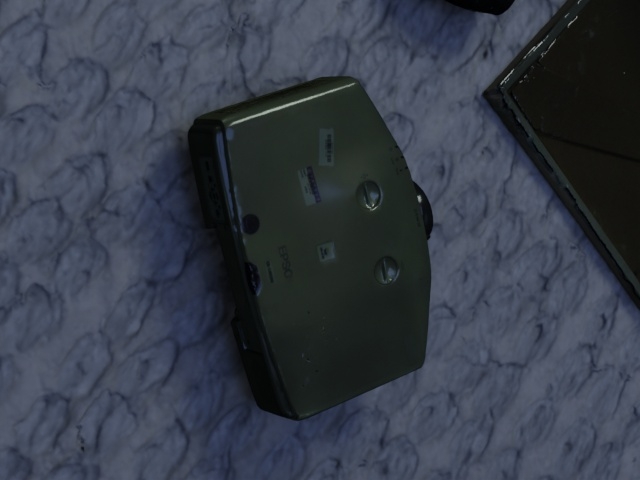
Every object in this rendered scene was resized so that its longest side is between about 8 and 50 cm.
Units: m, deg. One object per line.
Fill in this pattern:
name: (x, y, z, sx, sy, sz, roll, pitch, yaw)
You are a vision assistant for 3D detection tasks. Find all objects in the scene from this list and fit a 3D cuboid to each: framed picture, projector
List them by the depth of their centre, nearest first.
projector: (0.000, 0.000, 1.406, 0.193, 0.088, 0.269, -20, 105, -28)
framed picture: (0.319, -0.106, 1.619, 0.232, 0.024, 0.315, -46, 115, -19)

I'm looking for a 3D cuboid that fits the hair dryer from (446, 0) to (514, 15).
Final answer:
hair dryer: (0.121, -0.331, 1.475, 0.195, 0.075, 0.219, 31, 69, -19)
